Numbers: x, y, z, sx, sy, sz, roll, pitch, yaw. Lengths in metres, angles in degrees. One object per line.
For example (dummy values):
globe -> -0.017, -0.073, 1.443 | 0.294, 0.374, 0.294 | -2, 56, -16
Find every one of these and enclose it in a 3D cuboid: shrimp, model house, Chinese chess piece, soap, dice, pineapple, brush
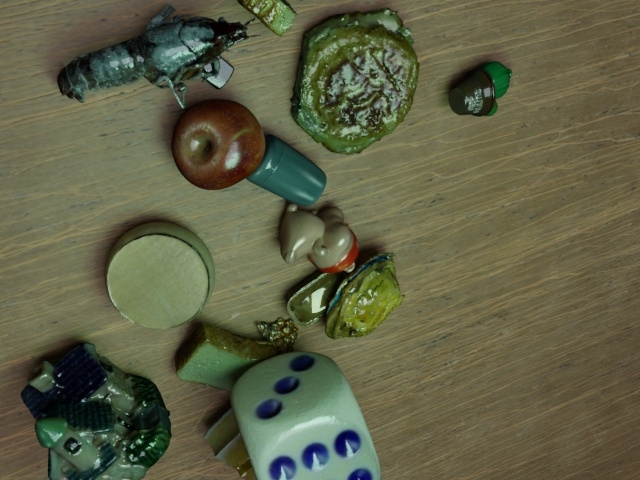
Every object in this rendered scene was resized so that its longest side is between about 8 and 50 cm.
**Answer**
shrimp -> -0.326, -0.369, 1.369 | 0.410, 0.166, 0.221 | -16, 88, -17
model house -> -0.524, 0.392, 1.515 | 0.243, 0.298, 0.284 | -43, 119, -2
Chinese chess piece -> -0.367, 0.081, 1.546 | 0.250, 0.103, 0.250 | -2, 105, -8
soap -> -0.129, 0.498, 1.807 | 0.281, 0.143, 0.259 | -44, 130, 2
dice -> -0.038, 0.458, 1.576 | 0.277, 0.304, 0.304 | -18, 112, -11
pineapple -> -0.123, 0.246, 1.766 | 0.114, 0.077, 0.114 | 36, 59, -19
brush -> -0.276, -0.408, 1.463 | 0.193, 0.016, 0.063 | 36, 93, -30

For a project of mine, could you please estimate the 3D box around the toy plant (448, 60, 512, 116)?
toy plant -> 0.418, -0.377, 1.714 | 0.200, 0.105, 0.143 | -23, 126, -26

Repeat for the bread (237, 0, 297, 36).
bread -> -0.112, -0.497, 1.426 | 0.128, 0.140, 0.069 | 35, 102, -24

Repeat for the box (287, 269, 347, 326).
box -> -0.006, 0.142, 1.741 | 0.177, 0.111, 0.111 | -35, 119, -6

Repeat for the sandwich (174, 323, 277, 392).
sandwich -> -0.241, 0.299, 1.691 | 0.214, 0.065, 0.186 | 24, 126, -29

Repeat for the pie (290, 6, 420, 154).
pie -> 0.085, -0.370, 1.578 | 0.288, 0.103, 0.355 | 7, 109, -18

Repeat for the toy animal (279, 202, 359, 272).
toy animal -> 0.000, 0.000, 1.659 | 0.197, 0.171, 0.171 | 12, 105, -23

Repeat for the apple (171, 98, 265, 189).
apple -> -0.219, -0.209, 1.474 | 0.201, 0.162, 0.201 | 3, 98, 18

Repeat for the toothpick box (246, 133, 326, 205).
toothpick box -> -0.079, -0.159, 1.586 | 0.184, 0.120, 0.120 | 28, 98, -32

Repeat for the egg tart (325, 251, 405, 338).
egg tart -> 0.128, 0.159, 1.737 | 0.291, 0.107, 0.291 | -41, 155, -25
